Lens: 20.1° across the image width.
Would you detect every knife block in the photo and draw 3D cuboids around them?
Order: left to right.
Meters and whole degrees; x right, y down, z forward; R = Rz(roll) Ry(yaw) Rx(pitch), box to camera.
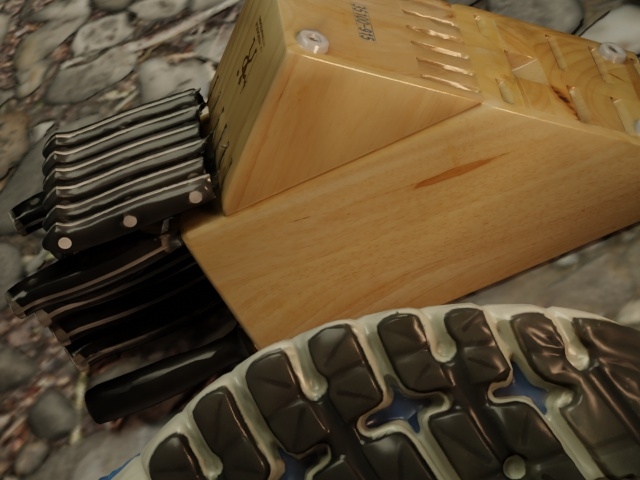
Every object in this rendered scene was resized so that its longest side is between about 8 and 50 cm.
[{"bbox_3d":[0.000,0.000,0.842,0.275,0.242,0.088,12,36,-18],"label":"knife block"}]

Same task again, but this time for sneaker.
[{"bbox_3d":[-0.019,0.106,0.621,0.330,0.130,0.147,-22,-2,17],"label":"sneaker"}]
